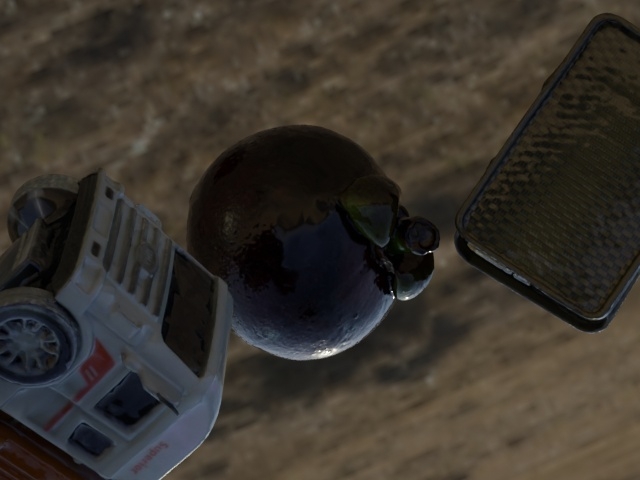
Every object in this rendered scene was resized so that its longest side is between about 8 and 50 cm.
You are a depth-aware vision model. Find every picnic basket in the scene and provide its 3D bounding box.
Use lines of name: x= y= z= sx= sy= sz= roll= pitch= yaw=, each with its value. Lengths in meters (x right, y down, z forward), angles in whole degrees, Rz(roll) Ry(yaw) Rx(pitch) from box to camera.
picnic basket: x=0.251 y=-0.061 z=1.750 sx=0.266 sy=0.165 sz=0.139 roll=-56 pitch=171 yaw=0

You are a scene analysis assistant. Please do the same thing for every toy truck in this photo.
toy truck: x=-0.223 y=0.141 z=1.392 sx=0.387 sy=0.207 sz=0.173 roll=-42 pitch=-157 yaw=26

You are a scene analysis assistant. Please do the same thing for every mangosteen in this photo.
mangosteen: x=-0.011 y=-0.004 z=1.724 sx=0.216 sy=0.216 sz=0.216 roll=-22 pitch=165 yaw=-6
